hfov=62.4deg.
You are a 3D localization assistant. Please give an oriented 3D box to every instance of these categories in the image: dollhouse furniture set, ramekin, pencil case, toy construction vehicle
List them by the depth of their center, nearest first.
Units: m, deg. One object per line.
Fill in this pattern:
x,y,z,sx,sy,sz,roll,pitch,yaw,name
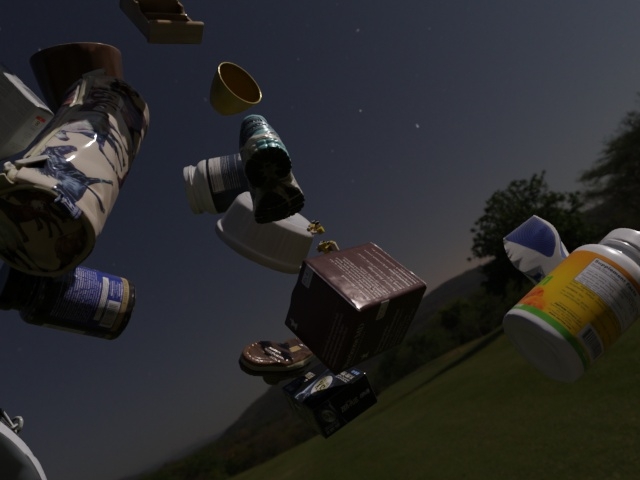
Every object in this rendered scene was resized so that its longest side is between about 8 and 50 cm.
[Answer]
-0.414,-0.139,0.898,0.160,0.410,0.183,-1,-50,0,pencil case
-0.286,-0.512,0.973,0.212,0.161,0.242,-16,-38,-37,dollhouse furniture set
0.000,0.000,1.209,0.035,0.085,0.098,-31,17,-14,toy construction vehicle
-0.141,-0.030,1.446,0.273,0.273,0.127,6,-66,-62,ramekin

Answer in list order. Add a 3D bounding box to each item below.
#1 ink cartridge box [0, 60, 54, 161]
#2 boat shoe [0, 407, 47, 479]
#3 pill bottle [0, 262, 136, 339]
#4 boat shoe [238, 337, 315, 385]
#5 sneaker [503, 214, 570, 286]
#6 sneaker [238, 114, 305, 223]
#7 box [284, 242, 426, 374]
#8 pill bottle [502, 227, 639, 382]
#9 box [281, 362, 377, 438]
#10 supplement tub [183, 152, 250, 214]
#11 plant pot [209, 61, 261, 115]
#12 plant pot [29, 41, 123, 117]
-0.508,-0.170,0.793,0.179,0.145,0.045,-49,-13,5,ink cartridge box
-0.516,0.314,0.808,0.113,0.306,0.105,-46,-1,-12,boat shoe
-0.466,0.103,0.967,0.219,0.122,0.123,24,-48,-38,pill bottle
-0.095,0.283,1.175,0.257,0.095,0.095,11,-74,-58,boat shoe
0.552,0.104,1.205,0.127,0.315,0.182,-36,-46,7,sneaker
-0.101,-0.137,1.053,0.110,0.122,0.283,-16,-27,-9,sneaker
0.069,0.129,1.066,0.203,0.167,0.168,-14,-48,-41,box
0.420,0.093,0.829,0.246,0.136,0.136,-39,-13,-13,pill bottle
0.017,0.353,1.212,0.147,0.077,0.180,-28,12,-22,box
-0.312,-0.195,1.811,0.272,0.191,0.191,-12,-17,-2,supplement tub
-0.239,-0.386,1.396,0.095,0.134,0.134,-37,-19,33,plant pot
-0.587,-0.345,1.332,0.216,0.230,0.215,-13,3,1,plant pot
